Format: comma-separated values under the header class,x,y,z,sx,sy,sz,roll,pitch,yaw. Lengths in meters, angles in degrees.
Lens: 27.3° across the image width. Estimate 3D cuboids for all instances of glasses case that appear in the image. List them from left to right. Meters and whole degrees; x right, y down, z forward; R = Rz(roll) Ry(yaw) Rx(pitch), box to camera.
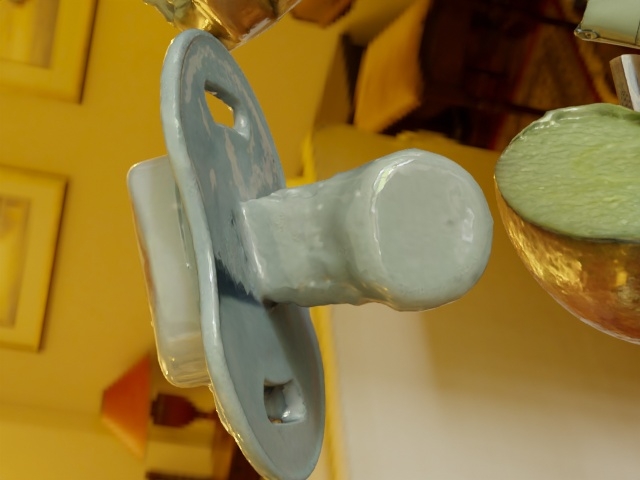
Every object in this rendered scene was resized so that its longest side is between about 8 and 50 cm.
class,x,y,z,sx,sy,sz,roll,pitch,yaw
glasses case,0.481,-0.194,1.968,0.041,0.064,0.170,-28,62,44

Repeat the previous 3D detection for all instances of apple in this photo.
class,x,y,z,sx,sy,sz,roll,pitch,yaw
apple,0.293,-0.015,1.345,0.179,0.254,0.346,-58,5,29

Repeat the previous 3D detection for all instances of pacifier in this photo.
class,x,y,z,sx,sy,sz,roll,pitch,yaw
pacifier,0.000,0.000,0.791,0.227,0.207,0.279,13,-116,-71

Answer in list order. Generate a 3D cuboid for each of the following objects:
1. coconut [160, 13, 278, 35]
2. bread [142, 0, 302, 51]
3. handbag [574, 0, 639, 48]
class,x,y,z,sx,sy,sz,roll,pitch,yaw
coconut,-0.135,-0.372,1.726,0.230,0.227,0.227,-122,41,-52
bread,-0.090,-0.332,1.065,0.316,0.270,0.211,57,-172,19
handbag,0.446,-0.337,1.724,0.109,0.315,0.241,72,-142,-56
